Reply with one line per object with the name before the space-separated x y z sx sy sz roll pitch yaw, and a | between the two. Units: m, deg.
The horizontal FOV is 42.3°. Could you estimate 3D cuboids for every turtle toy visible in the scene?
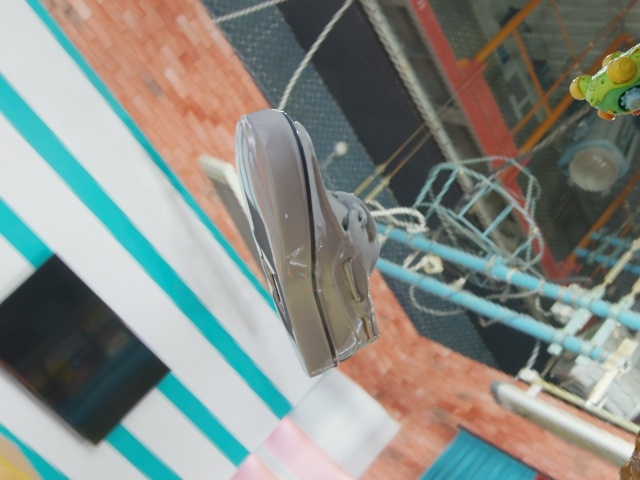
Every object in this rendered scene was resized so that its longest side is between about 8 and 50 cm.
turtle toy | 0.332 -0.171 0.863 0.066 0.130 0.095 57 -13 -4

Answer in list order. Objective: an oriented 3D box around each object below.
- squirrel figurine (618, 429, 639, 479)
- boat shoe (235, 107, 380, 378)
squirrel figurine | 0.349 0.081 0.497 0.281 0.370 0.397 24 -16 -7
boat shoe | 0.000 0.000 0.603 0.258 0.084 0.095 81 -17 -52
